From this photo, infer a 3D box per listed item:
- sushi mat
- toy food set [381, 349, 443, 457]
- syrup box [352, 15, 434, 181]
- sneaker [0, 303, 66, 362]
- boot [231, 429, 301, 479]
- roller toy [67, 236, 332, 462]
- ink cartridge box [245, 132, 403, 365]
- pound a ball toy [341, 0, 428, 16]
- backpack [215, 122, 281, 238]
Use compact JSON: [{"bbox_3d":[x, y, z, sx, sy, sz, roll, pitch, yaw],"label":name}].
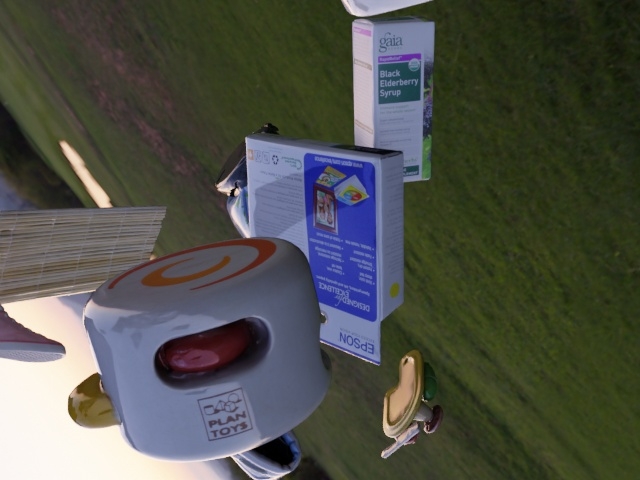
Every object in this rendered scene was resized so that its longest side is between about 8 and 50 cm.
[{"bbox_3d":[-0.371,0.018,1.080,0.019,0.151,0.316,26,-163,28],"label":"sushi mat"},{"bbox_3d":[0.172,0.299,1.246,0.071,0.218,0.128,28,124,-10],"label":"toy food set"},{"bbox_3d":[0.108,-0.211,1.045,0.096,0.093,0.237,-126,31,-62],"label":"syrup box"},{"bbox_3d":[-0.373,0.106,0.835,0.051,0.134,0.070,133,140,-53],"label":"sneaker"},{"bbox_3d":[-0.123,0.191,0.862,0.258,0.095,0.123,41,153,3],"label":"boot"},{"bbox_3d":[-0.092,0.092,0.593,0.191,0.209,0.146,-3,107,36],"label":"roller toy"},{"bbox_3d":[0.000,0.000,1.081,0.303,0.072,0.307,16,116,44],"label":"ink cartridge box"},{"bbox_3d":[0.058,-0.340,0.531,0.208,0.136,0.319,-7,147,21],"label":"pound a ball toy"},{"bbox_3d":[-0.058,-0.043,1.483,0.355,0.273,0.290,35,172,-16],"label":"backpack"}]
